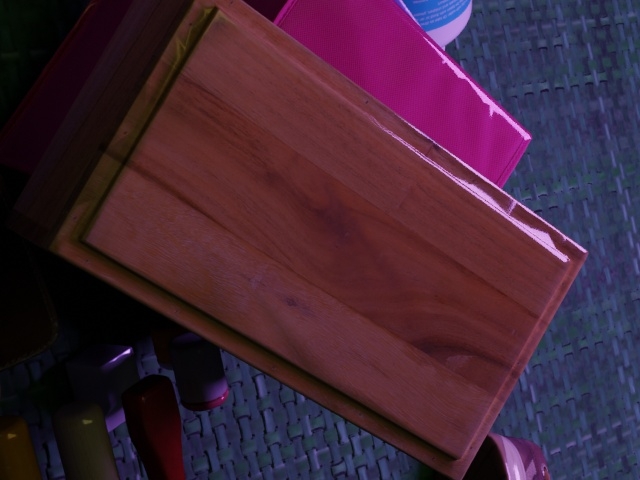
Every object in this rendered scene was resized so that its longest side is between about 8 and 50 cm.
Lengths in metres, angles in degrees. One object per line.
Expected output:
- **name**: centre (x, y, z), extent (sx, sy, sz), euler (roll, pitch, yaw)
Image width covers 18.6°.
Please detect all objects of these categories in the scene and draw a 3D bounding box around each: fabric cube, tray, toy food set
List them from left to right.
- **toy food set**: centre (-0.149, 0.149, 1.523), extent (0.232, 0.111, 0.104), euler (-34, 119, -49)
- **fabric cube**: centre (-0.050, -0.073, 1.517), extent (0.258, 0.254, 0.259), euler (39, 81, -37)
- **tray**: centre (0.000, 0.000, 1.371), extent (0.411, 0.076, 0.203), euler (33, 86, -38)

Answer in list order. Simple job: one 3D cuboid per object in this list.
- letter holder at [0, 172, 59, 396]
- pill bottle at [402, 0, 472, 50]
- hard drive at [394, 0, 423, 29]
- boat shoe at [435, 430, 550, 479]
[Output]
- **letter holder**: centre (-0.311, 0.000, 1.244), extent (0.152, 0.214, 0.302), euler (-114, 178, -71)
- **pill bottle**: centre (0.067, -0.269, 1.792), extent (0.146, 0.146, 0.264), euler (-51, 148, -42)
- **hard drive**: centre (-0.039, -0.303, 1.624), extent (0.318, 0.040, 0.210), euler (56, 6, 37)
- **boat shoe**: centre (0.191, 0.352, 1.863), extent (0.123, 0.123, 0.342), euler (10, 67, -47)
